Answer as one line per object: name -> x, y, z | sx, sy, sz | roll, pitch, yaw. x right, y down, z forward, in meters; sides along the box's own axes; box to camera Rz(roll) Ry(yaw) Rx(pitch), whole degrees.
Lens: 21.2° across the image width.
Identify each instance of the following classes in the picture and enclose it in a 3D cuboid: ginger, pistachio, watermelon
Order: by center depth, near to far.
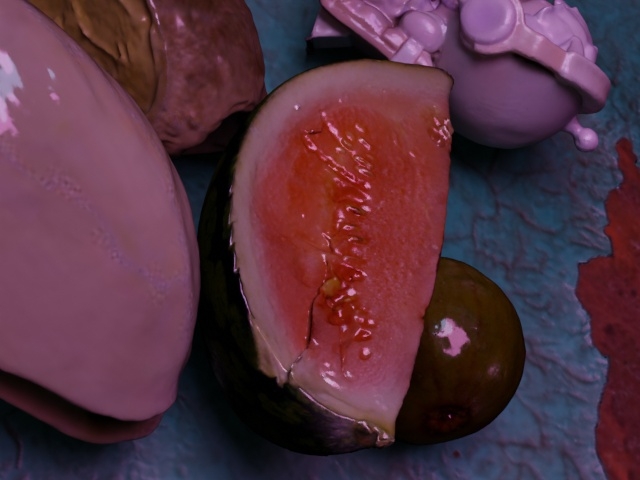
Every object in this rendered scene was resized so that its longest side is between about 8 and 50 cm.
pistachio -> -0.191, -0.022, 1.023 | 0.332, 0.208, 0.226 | 51, 40, -10
watermelon -> -0.018, -0.016, 1.094 | 0.128, 0.159, 0.303 | 59, 34, -42
ginger -> -0.113, -0.176, 1.179 | 0.275, 0.130, 0.221 | 58, 32, -4

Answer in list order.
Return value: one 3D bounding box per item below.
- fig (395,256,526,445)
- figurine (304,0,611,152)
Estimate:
fig -> 0.060, 0.034, 1.180 | 0.124, 0.124, 0.236 | 1, 44, -23
figurine -> 0.111, -0.151, 1.246 | 0.237, 0.162, 0.141 | 29, 86, 6
